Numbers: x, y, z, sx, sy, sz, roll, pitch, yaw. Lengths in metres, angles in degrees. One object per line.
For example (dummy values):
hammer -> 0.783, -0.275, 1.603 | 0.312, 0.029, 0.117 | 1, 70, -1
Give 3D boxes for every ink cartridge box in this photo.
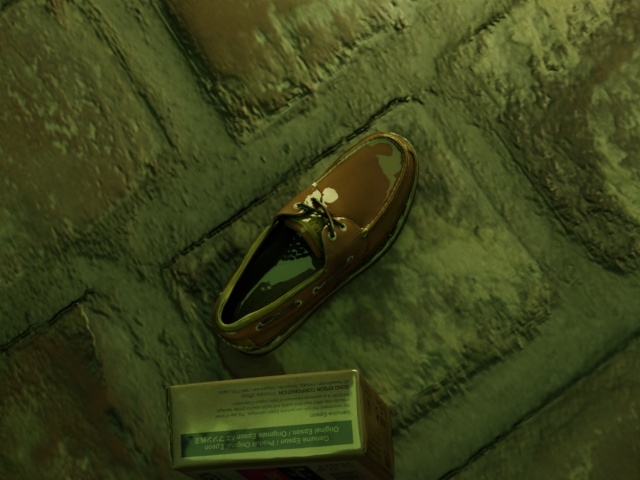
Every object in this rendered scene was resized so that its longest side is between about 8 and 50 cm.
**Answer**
ink cartridge box -> -0.034, 0.201, 1.510 | 0.193, 0.234, 0.088 | -7, 73, 9

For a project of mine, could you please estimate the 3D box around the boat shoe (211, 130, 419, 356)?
boat shoe -> 0.000, 0.000, 1.625 | 0.111, 0.104, 0.307 | 36, 84, 17
